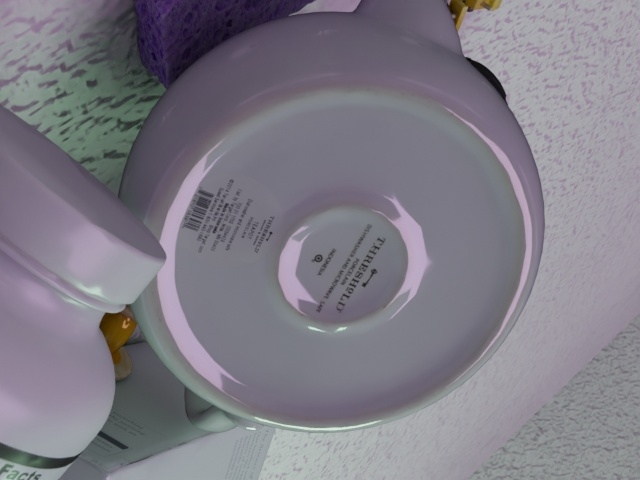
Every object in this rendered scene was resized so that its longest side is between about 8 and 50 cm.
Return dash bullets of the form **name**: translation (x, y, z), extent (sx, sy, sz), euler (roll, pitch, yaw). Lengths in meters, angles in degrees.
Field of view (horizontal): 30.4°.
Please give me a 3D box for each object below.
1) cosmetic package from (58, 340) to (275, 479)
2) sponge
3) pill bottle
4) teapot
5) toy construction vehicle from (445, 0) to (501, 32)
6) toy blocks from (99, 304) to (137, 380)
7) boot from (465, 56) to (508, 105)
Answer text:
- **cosmetic package**: translation (-0.163, 0.206, 0.821), extent (0.224, 0.138, 0.224), euler (-3, 114, -64)
- **sponge**: translation (-0.016, -0.179, 0.668), extent (0.210, 0.031, 0.117), euler (-37, 156, -25)
- **pill bottle**: translation (-0.222, 0.090, 0.539), extent (0.323, 0.181, 0.181), euler (-49, 158, 3)
- **teapot**: translation (-0.003, -0.022, 0.693), extent (0.256, 0.187, 0.252), euler (-21, 117, 1)
- **toy construction vehicle**: translation (0.121, -0.192, 0.897), extent (0.098, 0.035, 0.086), euler (-26, 150, -43)
- **toy blocks**: translation (-0.133, 0.023, 0.763), extent (0.148, 0.054, 0.123), euler (-56, 156, 18)
- **boot**: translation (0.000, 0.000, 0.926), extent (0.222, 0.118, 0.338), euler (-12, 128, -51)
